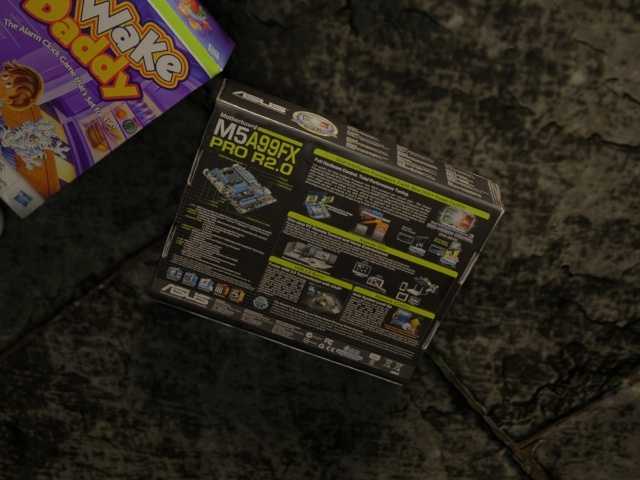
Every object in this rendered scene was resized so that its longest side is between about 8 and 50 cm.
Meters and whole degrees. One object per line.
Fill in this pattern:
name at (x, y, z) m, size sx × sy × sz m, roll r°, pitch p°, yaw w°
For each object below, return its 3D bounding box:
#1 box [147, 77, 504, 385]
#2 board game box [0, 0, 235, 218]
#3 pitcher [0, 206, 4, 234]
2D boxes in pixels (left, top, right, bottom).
box at (0.000, 0.000, 0.808) m, size 0.270 × 0.060 × 0.216 m, roll 20°, pitch 118°, yaw -8°
board game box at (-0.270, -0.218, 0.693) m, size 0.233 × 0.078 × 0.347 m, roll -33°, pitch 112°, yaw 19°
pitcher at (-0.419, -0.021, 0.799) m, size 0.178 × 0.125 × 0.207 m, roll -45°, pitch 120°, yaw 2°
